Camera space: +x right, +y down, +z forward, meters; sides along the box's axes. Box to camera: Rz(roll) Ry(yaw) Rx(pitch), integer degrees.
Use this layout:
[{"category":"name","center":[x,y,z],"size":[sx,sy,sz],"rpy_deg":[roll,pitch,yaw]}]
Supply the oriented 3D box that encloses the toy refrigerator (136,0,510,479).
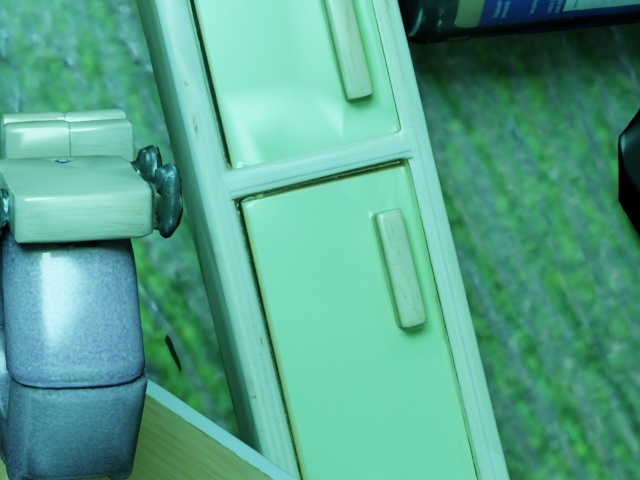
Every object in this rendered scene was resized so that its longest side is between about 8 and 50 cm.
[{"category":"toy refrigerator","center":[0.000,0.000,0.854],"size":[0.102,0.094,0.269],"rpy_deg":[-13,91,-9]}]

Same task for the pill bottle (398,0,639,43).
[{"category":"pill bottle","center":[0.134,-0.155,0.862],"size":[0.219,0.123,0.122],"rpy_deg":[-7,91,-11]}]

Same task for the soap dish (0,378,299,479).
[{"category":"soap dish","center":[-0.057,0.202,0.788],"size":[0.291,0.118,0.229],"rpy_deg":[35,118,-8]}]

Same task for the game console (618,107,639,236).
[{"category":"game console","center":[0.324,-0.059,0.932],"size":[0.361,0.044,0.213],"rpy_deg":[-36,95,-8]}]

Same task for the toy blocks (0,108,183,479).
[{"category":"toy blocks","center":[-0.221,0.082,0.695],"size":[0.309,0.288,0.260],"rpy_deg":[-3,104,-13]}]
